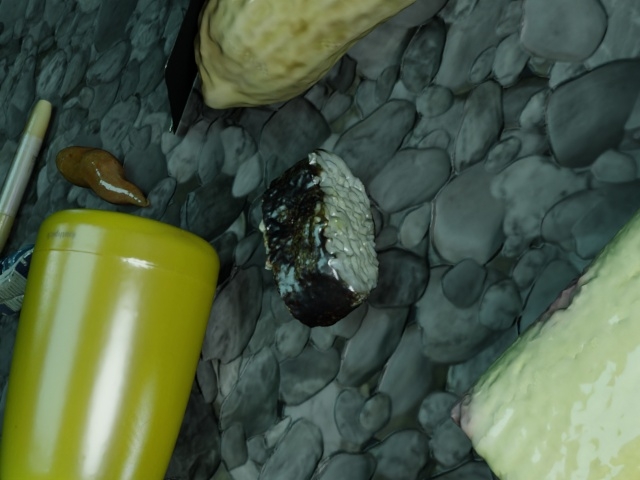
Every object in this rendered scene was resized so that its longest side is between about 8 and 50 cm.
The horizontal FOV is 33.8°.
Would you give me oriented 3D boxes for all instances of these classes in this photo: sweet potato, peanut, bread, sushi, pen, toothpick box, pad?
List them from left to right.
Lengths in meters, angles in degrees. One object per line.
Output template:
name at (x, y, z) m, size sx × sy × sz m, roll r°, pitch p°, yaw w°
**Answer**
pen at (-0.401, -0.076, 1.388) m, size 0.040 × 0.032 × 0.233 m, roll -12°, pitch 58°, yaw 69°
sweet potato at (-0.251, -0.074, 1.218) m, size 0.195 × 0.056 × 0.056 m, roll 31°, pitch 94°, yaw 43°
toothpick box at (-0.201, 0.120, 0.978) m, size 0.175 × 0.175 × 0.271 m, roll -3°, pitch 72°, yaw 45°
pad at (-0.128, -0.207, 1.062) m, size 0.265 × 0.009 × 0.160 m, roll 133°, pitch 157°, yaw -81°
peanut at (-0.009, -0.233, 0.979) m, size 0.325 × 0.140 × 0.153 m, roll -34°, pitch 34°, yaw 35°
sushi at (0.000, 0.000, 0.890) m, size 0.078 × 0.090 × 0.150 m, roll -32°, pitch 49°, yaw 27°
bread at (0.242, 0.045, 0.568) m, size 0.338 × 0.155 × 0.187 m, roll -50°, pitch 51°, yaw 13°

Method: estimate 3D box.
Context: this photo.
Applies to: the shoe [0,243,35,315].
shoe at (-0.348, 0.035, 1.259) m, size 0.143 × 0.064 × 0.071 m, roll -28°, pitch 34°, yaw 28°
